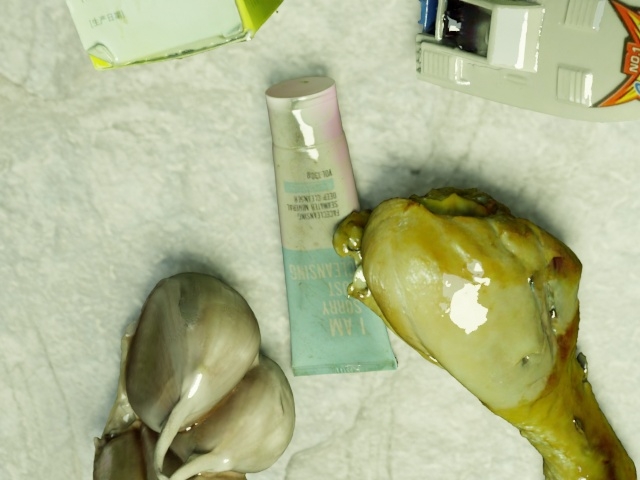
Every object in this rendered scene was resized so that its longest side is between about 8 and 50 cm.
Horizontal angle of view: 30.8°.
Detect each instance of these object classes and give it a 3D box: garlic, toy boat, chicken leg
[{"bbox_3d":[-0.140,0.165,1.140,0.237,0.292,0.210,-41,108,-19],"label":"garlic"},{"bbox_3d":[0.199,-0.165,0.949,0.295,0.088,0.129,23,118,40],"label":"toy boat"},{"bbox_3d":[0.190,0.124,1.109,0.201,0.153,0.429,-32,110,4],"label":"chicken leg"}]

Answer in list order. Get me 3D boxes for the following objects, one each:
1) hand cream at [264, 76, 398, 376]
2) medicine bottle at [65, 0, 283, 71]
[{"bbox_3d":[0.000,0.000,1.139,0.111,0.070,0.312,-7,112,9],"label":"hand cream"},{"bbox_3d":[-0.118,-0.240,0.978,0.137,0.250,0.141,-16,108,14],"label":"medicine bottle"}]
